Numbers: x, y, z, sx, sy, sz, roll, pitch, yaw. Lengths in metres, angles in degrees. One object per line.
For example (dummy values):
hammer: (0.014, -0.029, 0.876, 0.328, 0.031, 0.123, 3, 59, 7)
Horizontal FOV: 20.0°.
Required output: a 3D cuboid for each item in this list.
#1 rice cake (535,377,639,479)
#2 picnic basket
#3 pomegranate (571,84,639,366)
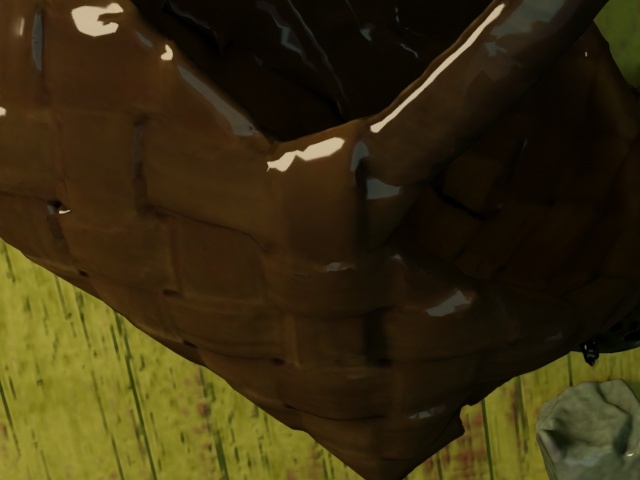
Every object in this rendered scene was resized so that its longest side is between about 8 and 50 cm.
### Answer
rice cake: (0.173, 0.167, 1.035, 0.063, 0.069, 0.206, -18, 118, 3)
picnic basket: (0.034, -0.112, 0.707, 0.337, 0.293, 0.337, 4, 132, 5)
pomegranate: (0.137, -0.016, 0.907, 0.122, 0.122, 0.161, 12, 79, -16)
